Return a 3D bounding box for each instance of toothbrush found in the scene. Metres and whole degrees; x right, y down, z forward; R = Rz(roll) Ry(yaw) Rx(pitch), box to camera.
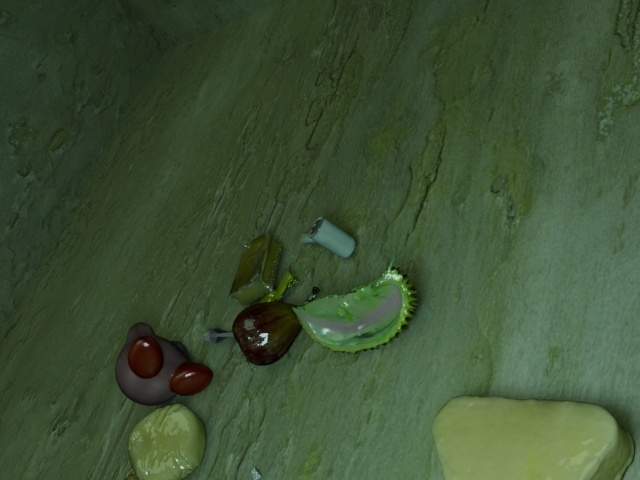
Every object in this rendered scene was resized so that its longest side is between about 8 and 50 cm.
[{"bbox_3d":[-0.115,0.634,1.759,0.024,0.018,0.257,-43,35,-5],"label":"toothbrush"}]

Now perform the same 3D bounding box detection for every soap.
[{"bbox_3d":[-0.199,0.089,2.253,0.135,0.076,0.233,-34,29,30],"label":"soap"}]

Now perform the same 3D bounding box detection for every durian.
[{"bbox_3d":[0.102,0.179,1.833,0.355,0.169,0.158,-29,40,31],"label":"durian"}]

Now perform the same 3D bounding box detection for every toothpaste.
[{"bbox_3d":[-0.229,0.273,2.179,0.301,0.048,0.075,-11,22,30],"label":"toothpaste"}]

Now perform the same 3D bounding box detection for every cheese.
[{"bbox_3d":[-0.422,0.571,2.026,0.214,0.117,0.226,-27,49,1],"label":"cheese"},{"bbox_3d":[0.363,0.471,1.359,0.384,0.104,0.384,-26,42,26],"label":"cheese"}]

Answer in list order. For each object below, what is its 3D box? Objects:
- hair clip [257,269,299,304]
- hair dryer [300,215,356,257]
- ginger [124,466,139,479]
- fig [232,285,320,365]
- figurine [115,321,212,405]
[{"bbox_3d":[-0.136,0.168,2.179,0.173,0.046,0.072,-46,27,5],"label":"hair clip"},{"bbox_3d":[0.000,0.000,2.168,0.073,0.131,0.236,-62,20,-17],"label":"hair dryer"},{"bbox_3d":[-0.523,0.669,2.104,0.176,0.052,0.193,-40,38,1],"label":"ginger"},{"bbox_3d":[-0.111,0.223,2.029,0.274,0.145,0.170,-36,73,-3],"label":"fig"},{"bbox_3d":[-0.508,0.395,2.193,0.211,0.269,0.261,-58,29,-5],"label":"figurine"}]
